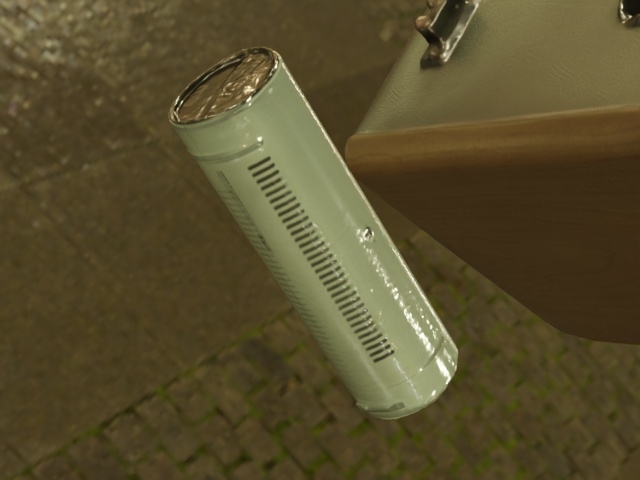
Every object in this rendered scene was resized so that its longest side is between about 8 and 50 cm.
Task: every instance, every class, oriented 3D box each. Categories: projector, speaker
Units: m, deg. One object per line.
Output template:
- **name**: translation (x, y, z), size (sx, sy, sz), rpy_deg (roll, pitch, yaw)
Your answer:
- **projector**: translation (0.000, 0.000, 1.287), size (0.337, 0.108, 0.108), rpy_deg (57, 22, -28)
- **speaker**: translation (0.158, -0.055, 0.686), size (0.192, 0.231, 0.153), rpy_deg (38, 72, -25)
